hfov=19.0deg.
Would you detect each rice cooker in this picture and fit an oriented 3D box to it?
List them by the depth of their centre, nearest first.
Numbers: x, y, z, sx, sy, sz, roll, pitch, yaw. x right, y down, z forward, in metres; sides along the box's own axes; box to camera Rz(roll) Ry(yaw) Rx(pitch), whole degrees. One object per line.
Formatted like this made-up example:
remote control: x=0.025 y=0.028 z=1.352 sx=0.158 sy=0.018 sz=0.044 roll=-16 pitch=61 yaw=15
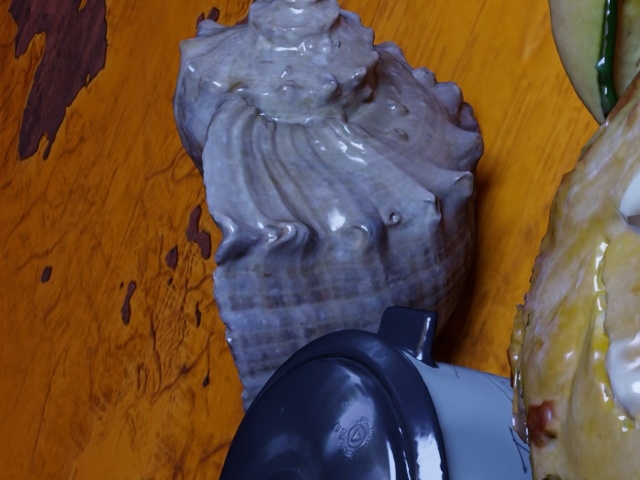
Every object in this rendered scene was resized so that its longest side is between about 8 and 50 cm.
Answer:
rice cooker: x=0.050 y=0.183 z=1.163 sx=0.241 sy=0.227 sz=0.280 roll=9 pitch=85 yaw=58

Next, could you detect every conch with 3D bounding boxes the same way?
conch: x=0.016 y=-0.005 z=1.321 sx=0.210 sy=0.352 sz=0.297 roll=-14 pitch=22 yaw=17

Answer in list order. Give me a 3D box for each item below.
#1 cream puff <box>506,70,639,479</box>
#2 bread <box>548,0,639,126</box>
cream puff: x=0.247 y=0.036 z=0.919 sx=0.350 sy=0.229 sz=0.350 roll=-165 pitch=90 yaw=-69
bread: x=0.209 y=-0.174 z=1.128 sx=0.133 sy=0.174 sz=0.251 roll=21 pitch=100 yaw=61
